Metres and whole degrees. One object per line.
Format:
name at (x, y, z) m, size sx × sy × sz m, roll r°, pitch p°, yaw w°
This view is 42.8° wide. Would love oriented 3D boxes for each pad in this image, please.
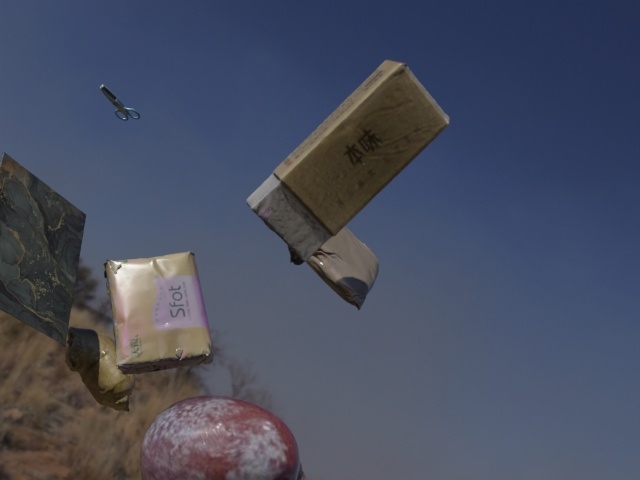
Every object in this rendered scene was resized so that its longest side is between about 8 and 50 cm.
pad at (-0.596, 0.015, 1.695) m, size 0.007 × 0.368 × 0.247 m, roll -25°, pitch -44°, yaw 21°

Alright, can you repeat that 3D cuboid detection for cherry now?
cherry at (-0.170, 0.352, 1.304) m, size 0.285 × 0.213 × 0.236 m, roll -22°, pitch -13°, yaw 29°

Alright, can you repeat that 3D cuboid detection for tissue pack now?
tissue pack at (-0.365, 0.164, 1.824) m, size 0.215 × 0.257 × 0.123 m, roll -7°, pitch -23°, yaw -18°

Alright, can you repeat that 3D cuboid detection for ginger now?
ginger at (-0.578, 0.336, 2.154) m, size 0.267 × 0.152 × 0.138 m, roll 44°, pitch -50°, yaw 0°

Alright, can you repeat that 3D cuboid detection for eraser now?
eraser at (0.045, -0.133, 1.352) m, size 0.144 × 0.343 × 0.078 m, roll 45°, pitch 0°, yaw -22°

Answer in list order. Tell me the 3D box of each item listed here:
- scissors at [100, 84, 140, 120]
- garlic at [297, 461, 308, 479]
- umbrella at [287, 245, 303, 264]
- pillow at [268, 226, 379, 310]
scissors at (-0.438, -0.294, 1.754) m, size 0.058 × 0.014 × 0.119 m, roll -2°, pitch -29°, yaw 24°
garlic at (-0.137, 0.509, 1.693) m, size 0.245 × 0.245 × 0.160 m, roll 19°, pitch -1°, yaw 24°
umbrella at (-0.077, -0.007, 2.240) m, size 0.050 × 0.046 × 0.188 m, roll 49°, pitch -21°, yaw 46°
pillow at (0.000, 0.000, 1.540) m, size 0.270 × 0.173 × 0.067 m, roll 43°, pitch -57°, yaw -4°
